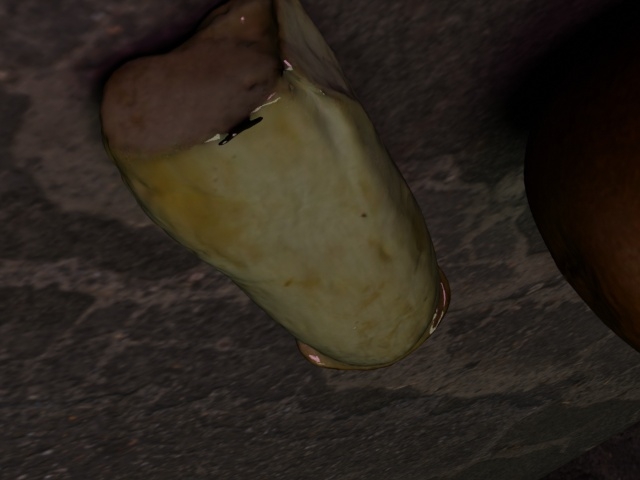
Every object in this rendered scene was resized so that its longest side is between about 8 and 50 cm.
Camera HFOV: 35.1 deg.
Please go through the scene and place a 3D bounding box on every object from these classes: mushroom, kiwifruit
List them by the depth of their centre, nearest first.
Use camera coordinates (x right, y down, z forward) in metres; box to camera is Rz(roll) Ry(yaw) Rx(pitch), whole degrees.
[{"bbox_3d":[0.000,0.000,0.486,0.100,0.081,0.312,-34,154,1],"label":"mushroom"},{"bbox_3d":[0.220,-0.044,0.489,0.234,0.196,0.196,-27,156,0],"label":"kiwifruit"}]
